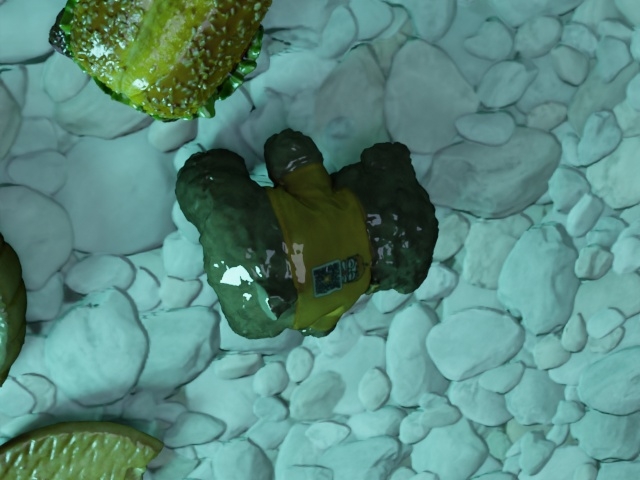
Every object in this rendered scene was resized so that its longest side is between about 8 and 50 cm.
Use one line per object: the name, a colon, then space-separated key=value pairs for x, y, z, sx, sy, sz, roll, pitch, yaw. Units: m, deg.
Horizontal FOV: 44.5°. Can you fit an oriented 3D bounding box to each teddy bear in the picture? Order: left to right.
teddy bear: x=0.000 y=0.000 z=0.610 sx=0.190 sy=0.140 sz=0.177 roll=-19 pitch=113 yaw=-14

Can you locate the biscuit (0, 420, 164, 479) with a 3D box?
biscuit: x=-0.251 y=0.242 z=0.707 sx=0.144 sy=0.033 sz=0.224 roll=28 pitch=104 yaw=-20

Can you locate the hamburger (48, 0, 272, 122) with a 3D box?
hamburger: x=-0.095 y=-0.162 z=0.537 sx=0.137 sy=0.087 sz=0.166 roll=34 pitch=102 yaw=-24

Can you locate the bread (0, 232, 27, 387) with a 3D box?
bread: x=-0.340 y=0.060 z=0.587 sx=0.236 sy=0.070 sz=0.236 roll=-5 pitch=114 yaw=-12
